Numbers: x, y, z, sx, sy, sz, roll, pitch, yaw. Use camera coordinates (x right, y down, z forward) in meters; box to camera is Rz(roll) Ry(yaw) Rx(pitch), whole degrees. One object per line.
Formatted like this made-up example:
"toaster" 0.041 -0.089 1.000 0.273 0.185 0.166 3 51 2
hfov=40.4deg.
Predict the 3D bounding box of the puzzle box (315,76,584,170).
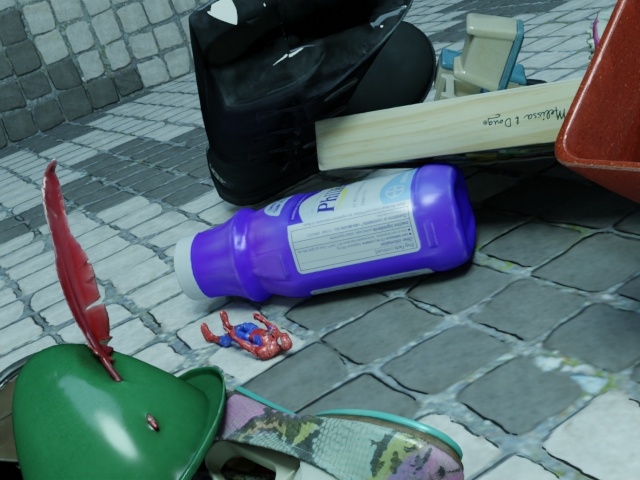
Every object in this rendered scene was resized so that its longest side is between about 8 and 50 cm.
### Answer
"puzzle box" 0.234 -0.109 0.821 0.408 0.052 0.272 -3 3 38

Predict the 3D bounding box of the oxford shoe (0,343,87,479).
"oxford shoe" -0.234 0.158 0.665 0.096 0.083 0.227 19 34 24

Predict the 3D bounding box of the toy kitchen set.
"toy kitchen set" 0.222 -0.227 1.099 0.122 0.166 0.207 12 37 -1

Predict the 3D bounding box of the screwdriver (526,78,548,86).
"screwdriver" 0.323 -0.194 1.163 0.024 0.025 0.170 -24 29 -15

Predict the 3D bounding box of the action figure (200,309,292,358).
"action figure" -0.062 0.082 0.760 0.038 0.030 0.115 -27 23 -36

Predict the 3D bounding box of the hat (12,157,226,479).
"hat" -0.182 0.085 0.560 0.173 0.183 0.208 -41 17 1

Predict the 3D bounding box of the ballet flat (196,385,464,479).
"ballet flat" -0.011 0.138 0.518 0.221 0.077 0.079 -1 44 51

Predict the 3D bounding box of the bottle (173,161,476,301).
"bottle" 0.000 0.000 0.818 0.282 0.092 0.118 -12 14 20

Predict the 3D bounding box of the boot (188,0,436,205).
"boot" 0.024 -0.206 0.975 0.367 0.146 0.445 -38 -7 -11

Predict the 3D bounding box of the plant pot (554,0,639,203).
"plant pot" 0.344 -0.098 0.481 0.267 0.235 0.267 15 77 56

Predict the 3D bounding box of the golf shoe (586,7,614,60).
"golf shoe" 0.396 -0.227 1.043 0.140 0.115 0.306 -6 24 24
